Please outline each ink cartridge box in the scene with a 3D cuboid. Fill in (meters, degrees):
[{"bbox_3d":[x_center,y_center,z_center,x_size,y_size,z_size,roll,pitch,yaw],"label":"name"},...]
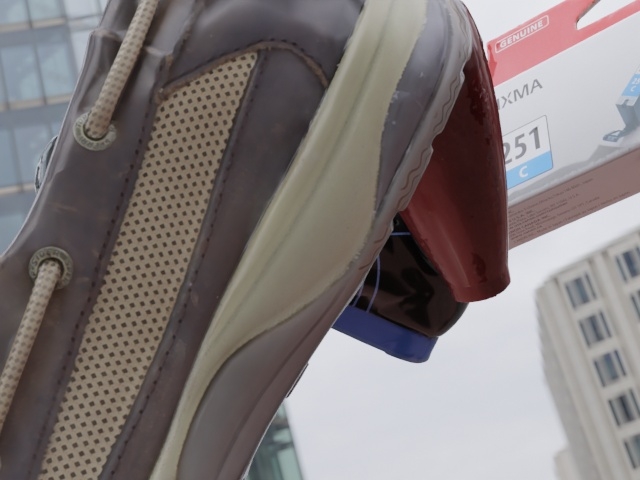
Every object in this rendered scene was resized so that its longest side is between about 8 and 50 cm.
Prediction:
[{"bbox_3d":[0.257,-0.159,1.114,0.296,0.261,0.066,-26,-43,32],"label":"ink cartridge box"}]

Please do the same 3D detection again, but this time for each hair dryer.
[{"bbox_3d":[0.002,-0.048,0.676,0.294,0.223,0.080,28,-4,-33],"label":"hair dryer"}]

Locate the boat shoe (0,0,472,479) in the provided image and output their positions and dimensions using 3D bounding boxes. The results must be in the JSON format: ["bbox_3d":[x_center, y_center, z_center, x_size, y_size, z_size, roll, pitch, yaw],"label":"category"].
[{"bbox_3d":[-0.082,0.054,0.397,0.130,0.355,0.132,28,-12,1],"label":"boat shoe"}]

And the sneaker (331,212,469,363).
[{"bbox_3d":[0.000,0.000,0.763,0.232,0.081,0.090,20,-69,-35],"label":"sneaker"}]
